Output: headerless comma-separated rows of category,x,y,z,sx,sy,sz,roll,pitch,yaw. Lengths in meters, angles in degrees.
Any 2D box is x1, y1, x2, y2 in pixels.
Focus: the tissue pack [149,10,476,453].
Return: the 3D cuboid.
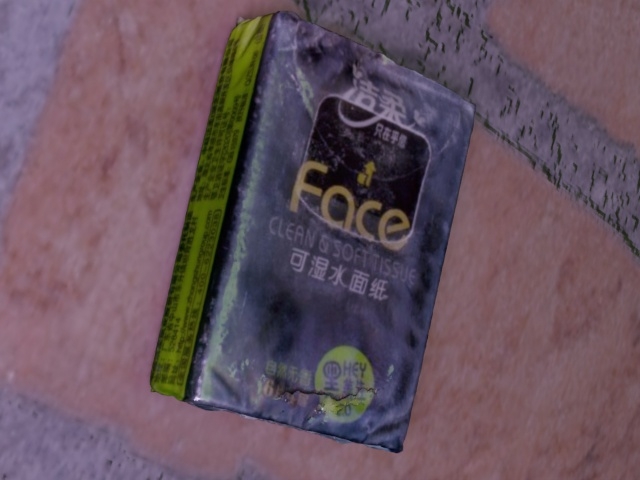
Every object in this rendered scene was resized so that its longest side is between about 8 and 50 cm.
tissue pack,0.000,0.000,0.788,0.173,0.073,0.236,22,76,-37
